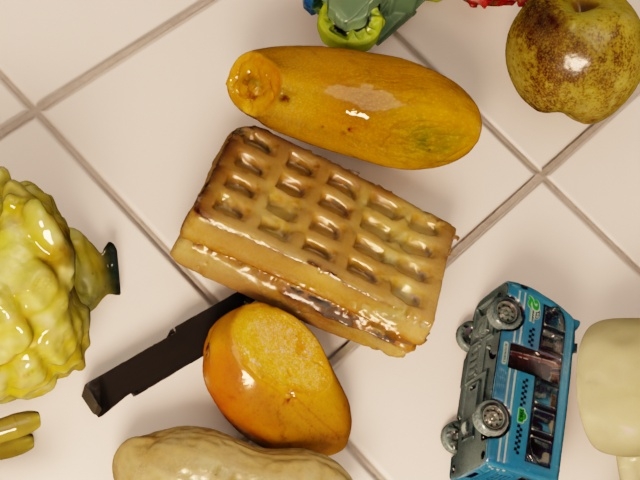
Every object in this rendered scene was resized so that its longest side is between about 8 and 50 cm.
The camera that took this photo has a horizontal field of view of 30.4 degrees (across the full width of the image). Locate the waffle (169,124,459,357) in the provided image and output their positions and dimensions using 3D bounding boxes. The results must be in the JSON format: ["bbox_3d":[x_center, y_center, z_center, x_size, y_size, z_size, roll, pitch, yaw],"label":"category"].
[{"bbox_3d":[0.000,0.000,1.463,0.328,0.098,0.224,26,42,-4],"label":"waffle"}]

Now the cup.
[{"bbox_3d":[0.433,0.217,1.425,0.173,0.202,0.255,27,63,-53],"label":"cup"}]

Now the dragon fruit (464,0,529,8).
[{"bbox_3d":[0.282,-0.388,1.735,0.153,0.153,0.111,-38,77,-28],"label":"dragon fruit"}]

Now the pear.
[{"bbox_3d":[0.363,-0.260,1.679,0.197,0.197,0.197,6,63,-13],"label":"pear"}]

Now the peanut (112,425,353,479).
[{"bbox_3d":[-0.098,0.278,1.319,0.275,0.125,0.111,13,23,-2],"label":"peanut"}]

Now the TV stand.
[{"bbox_3d":[-0.166,0.127,1.409,0.256,0.049,0.040,-30,77,-27],"label":"TV stand"}]

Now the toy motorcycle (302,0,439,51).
[{"bbox_3d":[0.073,-0.403,1.664,0.200,0.191,0.326,39,62,14],"label":"toy motorcycle"}]

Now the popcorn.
[{"bbox_3d":[-0.368,0.043,1.283,0.237,0.293,0.292,-5,65,2],"label":"popcorn"}]

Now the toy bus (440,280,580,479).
[{"bbox_3d":[0.238,0.184,1.457,0.134,0.113,0.246,19,62,-11],"label":"toy bus"}]

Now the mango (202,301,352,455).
[{"bbox_3d":[-0.049,0.173,1.384,0.217,0.102,0.141,43,54,-11],"label":"mango"}]

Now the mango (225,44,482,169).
[{"bbox_3d":[0.048,-0.180,1.546,0.360,0.187,0.144,11,99,-16],"label":"mango"}]

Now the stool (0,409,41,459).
[{"bbox_3d":[-0.354,0.249,1.261,0.111,0.134,0.135,-5,111,-20],"label":"stool"}]
